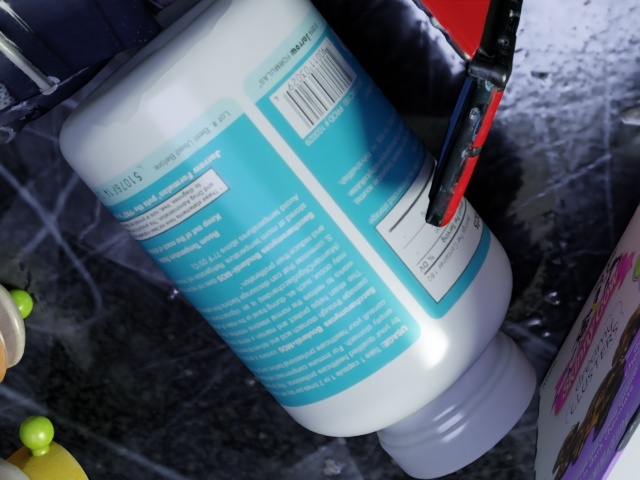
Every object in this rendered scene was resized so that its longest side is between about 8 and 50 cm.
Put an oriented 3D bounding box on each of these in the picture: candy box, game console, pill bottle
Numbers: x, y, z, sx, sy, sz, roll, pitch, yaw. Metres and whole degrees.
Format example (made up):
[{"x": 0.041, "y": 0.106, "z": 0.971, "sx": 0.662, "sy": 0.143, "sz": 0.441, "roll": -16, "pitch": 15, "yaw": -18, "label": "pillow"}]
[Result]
[{"x": 0.169, "y": 0.078, "z": 0.651, "sx": 0.070, "sy": 0.196, "sz": 0.165, "roll": 22, "pitch": 118, "yaw": 1, "label": "candy box"}, {"x": 0.048, "y": -0.096, "z": 0.618, "sx": 0.085, "sy": 0.144, "sz": 0.124, "roll": 20, "pitch": 119, "yaw": 2, "label": "game console"}, {"x": 0.000, "y": 0.000, "z": 0.675, "sx": 0.146, "sy": 0.146, "sz": 0.264, "roll": -33, "pitch": 106, "yaw": 24, "label": "pill bottle"}]

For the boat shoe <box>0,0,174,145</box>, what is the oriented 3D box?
[{"x": -0.205, "y": -0.210, "z": 0.636, "sx": 0.158, "sy": 0.127, "sz": 0.340, "roll": -23, "pitch": 118, "yaw": 14, "label": "boat shoe"}]

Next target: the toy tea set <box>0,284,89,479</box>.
[{"x": -0.183, "y": 0.175, "z": 0.842, "sx": 0.200, "sy": 0.124, "sz": 0.336, "roll": 24, "pitch": 127, "yaw": 33, "label": "toy tea set"}]
